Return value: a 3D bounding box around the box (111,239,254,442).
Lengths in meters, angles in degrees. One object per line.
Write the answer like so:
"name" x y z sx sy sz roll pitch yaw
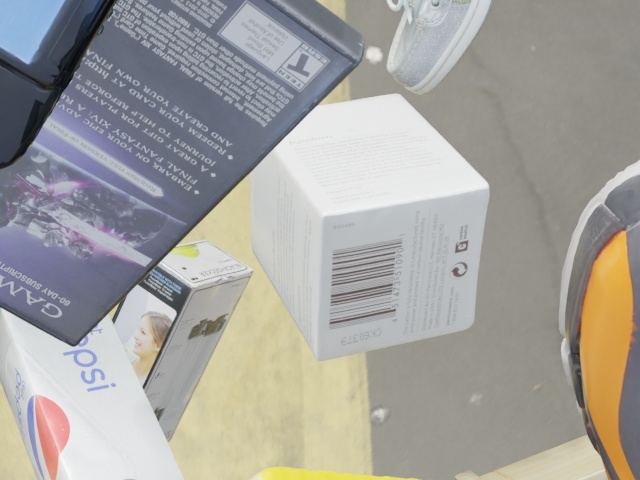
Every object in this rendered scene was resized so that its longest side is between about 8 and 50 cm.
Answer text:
"box" -0.215 0.148 1.510 0.087 0.169 0.290 33 109 17

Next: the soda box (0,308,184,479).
"soda box" -0.200 0.180 1.008 0.098 0.091 0.286 -9 49 -29

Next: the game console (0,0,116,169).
"game console" -0.090 -0.101 0.256 0.124 0.085 0.144 31 90 -15

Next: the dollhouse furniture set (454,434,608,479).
"dollhouse furniture set" 0.180 0.194 0.633 0.129 0.183 0.129 -18 100 -12

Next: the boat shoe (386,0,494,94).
"boat shoe" 0.116 -0.280 1.021 0.103 0.320 0.118 14 40 -9

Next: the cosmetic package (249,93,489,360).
"cosmetic package" 0.035 -0.017 1.006 0.151 0.151 0.184 -10 36 -18

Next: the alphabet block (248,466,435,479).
"alphabet block" 0.006 0.298 0.818 0.193 0.197 0.192 11 41 -36

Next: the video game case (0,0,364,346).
"video game case" -0.138 -0.064 0.561 0.196 0.274 0.026 33 41 -20

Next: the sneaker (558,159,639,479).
"sneaker" 0.157 0.132 0.340 0.124 0.321 0.180 -15 34 19
